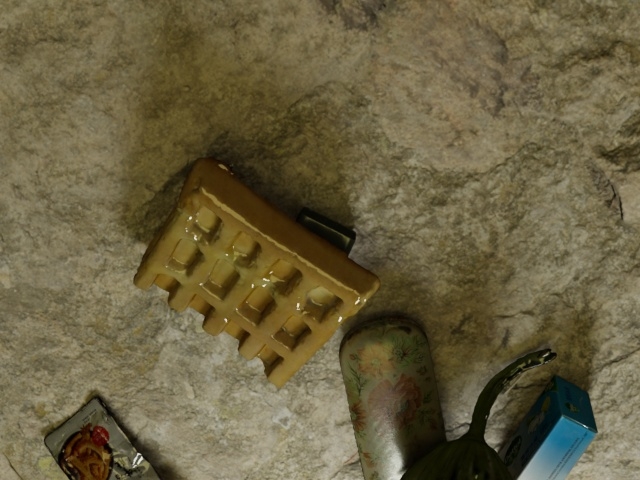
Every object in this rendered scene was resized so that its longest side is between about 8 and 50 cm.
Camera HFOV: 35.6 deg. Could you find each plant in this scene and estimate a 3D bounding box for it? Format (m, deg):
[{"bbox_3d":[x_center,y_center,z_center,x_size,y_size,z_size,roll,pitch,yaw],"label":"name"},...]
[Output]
[{"bbox_3d":[0.271,0.359,1.659,0.251,0.333,0.180,-11,122,42],"label":"plant"}]

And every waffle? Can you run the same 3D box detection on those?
[{"bbox_3d":[-0.114,0.058,1.606,0.348,0.077,0.304,35,134,-5],"label":"waffle"}]

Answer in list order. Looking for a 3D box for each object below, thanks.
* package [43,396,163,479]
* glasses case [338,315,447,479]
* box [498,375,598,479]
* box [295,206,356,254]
[{"bbox_3d":[-0.391,0.418,1.832,0.154,0.030,0.239,-39,88,15],"label":"package"},{"bbox_3d":[0.137,0.330,1.723,0.156,0.098,0.425,-11,109,3],"label":"glasses case"},{"bbox_3d":[0.379,0.346,1.679,0.073,0.139,0.194,27,111,-4],"label":"box"},{"bbox_3d":[0.000,0.000,1.628,0.122,0.084,0.069,26,102,-4],"label":"box"}]
